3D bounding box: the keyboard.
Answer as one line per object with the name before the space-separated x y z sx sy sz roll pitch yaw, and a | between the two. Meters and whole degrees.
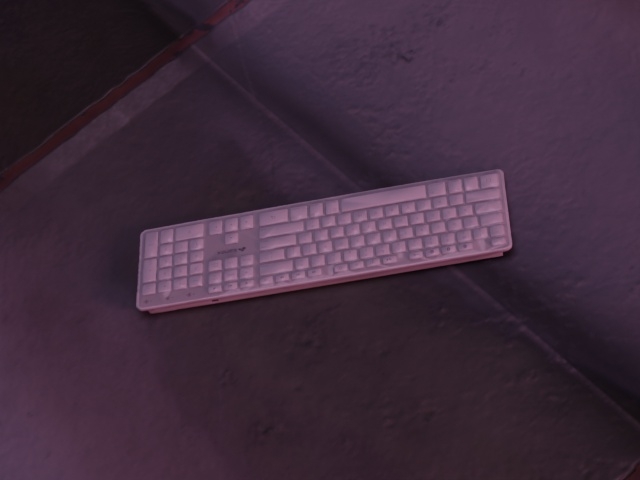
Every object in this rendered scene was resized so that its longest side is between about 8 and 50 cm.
keyboard | 0.000 0.000 1.215 0.256 0.014 0.072 -9 54 9
